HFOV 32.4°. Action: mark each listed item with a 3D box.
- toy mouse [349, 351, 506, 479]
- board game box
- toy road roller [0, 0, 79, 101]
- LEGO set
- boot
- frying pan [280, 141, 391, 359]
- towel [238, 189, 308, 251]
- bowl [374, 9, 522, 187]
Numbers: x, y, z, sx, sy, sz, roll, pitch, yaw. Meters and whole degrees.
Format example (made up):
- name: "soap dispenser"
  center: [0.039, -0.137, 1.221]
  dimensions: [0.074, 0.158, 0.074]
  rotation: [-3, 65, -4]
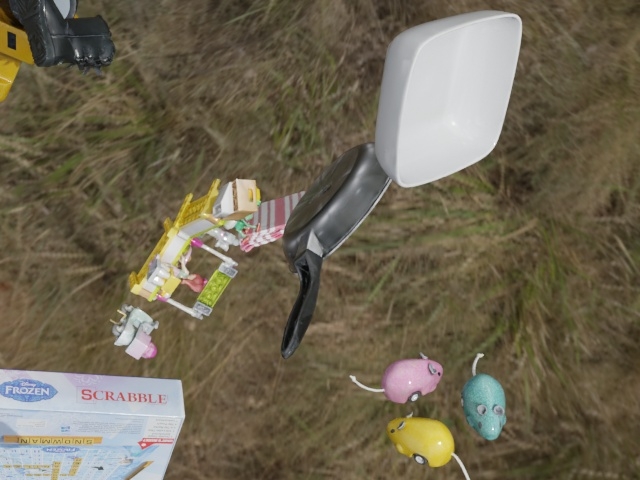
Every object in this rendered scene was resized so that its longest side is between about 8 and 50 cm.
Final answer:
- name: "toy mouse"
  center: [0.111, 0.135, 0.980]
  dimensions: [0.161, 0.143, 0.031]
  rotation: [27, 138, 28]
- name: "board game box"
  center: [-0.365, 0.291, 1.437]
  dimensions: [0.318, 0.066, 0.318]
  rotation: [7, 133, -18]
- name: "toy road roller"
  center: [-0.499, -0.348, 1.565]
  dimensions: [0.329, 0.202, 0.240]
  rotation: [21, 118, -20]
- name: "LEGO set"
  center: [-0.130, 0.022, 1.293]
  dimensions: [0.107, 0.132, 0.287]
  rotation: [31, 122, -21]
- name: "boot"
  center: [-0.293, -0.252, 1.280]
  dimensions: [0.045, 0.099, 0.121]
  rotation: [-17, 85, 43]
- name: "frying pan"
  center: [-0.012, 0.004, 1.274]
  dimensions: [0.053, 0.197, 0.326]
  rotation: [41, 63, -14]
- name: "towel"
  center: [-0.035, -0.042, 1.757]
  dimensions: [0.197, 0.144, 0.029]
  rotation: [-15, 111, 4]
- name: "bowl"
  center: [0.099, -0.125, 0.923]
  dimensions: [0.053, 0.142, 0.142]
  rotation: [32, 130, 35]
